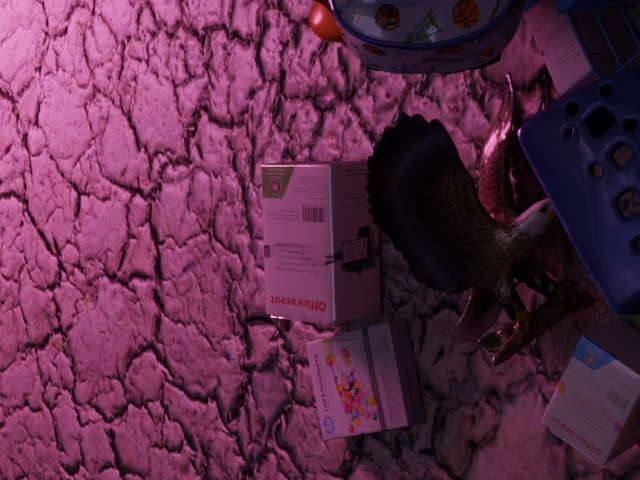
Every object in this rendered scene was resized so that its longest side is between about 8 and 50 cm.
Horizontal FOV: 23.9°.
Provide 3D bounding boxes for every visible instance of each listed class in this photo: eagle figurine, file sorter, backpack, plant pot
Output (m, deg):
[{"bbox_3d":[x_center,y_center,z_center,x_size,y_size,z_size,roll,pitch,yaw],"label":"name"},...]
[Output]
[{"bbox_3d":[0.200,-0.024,1.783,0.225,0.226,0.298,-32,84,9],"label":"eagle figurine"},{"bbox_3d":[0.360,-0.242,1.580,0.118,0.170,0.104,-44,64,54],"label":"file sorter"},{"bbox_3d":[0.117,-0.321,1.666,0.276,0.213,0.263,-6,82,13],"label":"backpack"},{"bbox_3d":[0.381,-0.076,1.545,0.212,0.236,0.236,-42,63,36],"label":"plant pot"}]

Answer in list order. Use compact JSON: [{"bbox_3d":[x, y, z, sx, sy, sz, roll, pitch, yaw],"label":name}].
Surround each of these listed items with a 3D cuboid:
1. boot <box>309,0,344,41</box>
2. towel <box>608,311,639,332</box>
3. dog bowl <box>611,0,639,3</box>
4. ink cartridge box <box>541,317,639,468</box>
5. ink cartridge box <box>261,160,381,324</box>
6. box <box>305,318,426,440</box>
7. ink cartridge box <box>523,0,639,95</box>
[{"bbox_3d":[0.014,-0.333,1.963,0.295,0.211,0.104,-17,80,50],"label":"boot"},{"bbox_3d":[0.352,0.121,1.765,0.060,0.009,0.083,44,126,39],"label":"towel"},{"bbox_3d":[0.321,-0.443,1.460,0.408,0.150,0.408,-5,72,16],"label":"dog bowl"},{"bbox_3d":[0.328,0.178,1.726,0.092,0.090,0.143,36,122,27],"label":"ink cartridge box"},{"bbox_3d":[0.000,0.000,2.109,0.160,0.092,0.219,5,98,50],"label":"ink cartridge box"},{"bbox_3d":[0.060,0.196,2.103,0.186,0.038,0.145,-18,80,51],"label":"box"},{"bbox_3d":[0.302,-0.224,1.712,0.060,0.104,0.180,-39,65,45],"label":"ink cartridge box"}]
